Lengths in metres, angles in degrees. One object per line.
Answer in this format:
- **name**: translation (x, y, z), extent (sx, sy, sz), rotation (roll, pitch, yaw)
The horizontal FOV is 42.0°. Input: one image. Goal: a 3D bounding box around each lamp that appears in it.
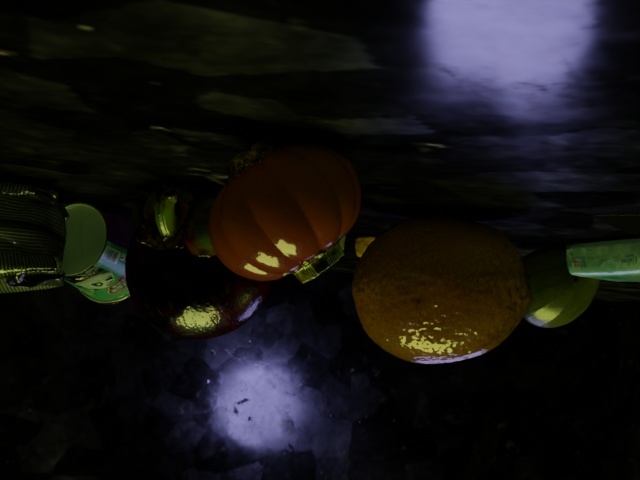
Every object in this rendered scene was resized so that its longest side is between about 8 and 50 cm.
- **lamp**: translation (-0.049, -0.041, 1.141), extent (0.223, 0.197, 0.223), rotation (-33, -178, 1)

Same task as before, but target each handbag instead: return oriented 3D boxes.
- **handbag**: translation (-0.677, -0.004, 1.810), extent (0.240, 0.247, 0.340), rotation (5, 168, -11)

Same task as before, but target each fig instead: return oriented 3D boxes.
- **fig**: translation (0.595, 0.106, 2.084), extent (0.203, 0.203, 0.225), rotation (8, 153, -30)

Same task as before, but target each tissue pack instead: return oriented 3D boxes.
- **tissue pack**: translation (0.707, 0.047, 1.875), extent (0.177, 0.089, 0.263), rotation (6, 175, -26)

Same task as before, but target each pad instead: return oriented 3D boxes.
- **pad**: translation (0.646, -0.029, 1.598), extent (0.181, 0.004, 0.267), rotation (1, 173, 36)

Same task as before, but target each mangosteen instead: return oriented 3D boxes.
- **mangosteen**: translation (-0.253, 0.039, 1.674), extent (0.306, 0.306, 0.359), rotation (4, 159, 13)

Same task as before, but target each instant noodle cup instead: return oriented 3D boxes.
- **instant noodle cup**: translation (-0.575, 0.022, 2.115), extent (0.251, 0.251, 0.190), rotation (3, 165, 19)

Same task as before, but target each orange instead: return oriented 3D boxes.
- **orange**: translation (0.253, 0.100, 1.723), extent (0.356, 0.322, 0.322), rotation (-4, 171, 21)

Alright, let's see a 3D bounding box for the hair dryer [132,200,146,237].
- **hair dryer**: translation (-0.272, 0.031, 1.905), extent (0.320, 0.156, 0.284), rotation (3, -144, -12)

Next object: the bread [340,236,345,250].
- **bread**: translation (0.000, 0.000, 2.055), extent (0.080, 0.084, 0.109), rotation (11, 172, -34)

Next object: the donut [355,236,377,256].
- **donut**: translation (0.171, 0.029, 2.289), extent (0.162, 0.066, 0.178), rotation (4, 175, 12)
